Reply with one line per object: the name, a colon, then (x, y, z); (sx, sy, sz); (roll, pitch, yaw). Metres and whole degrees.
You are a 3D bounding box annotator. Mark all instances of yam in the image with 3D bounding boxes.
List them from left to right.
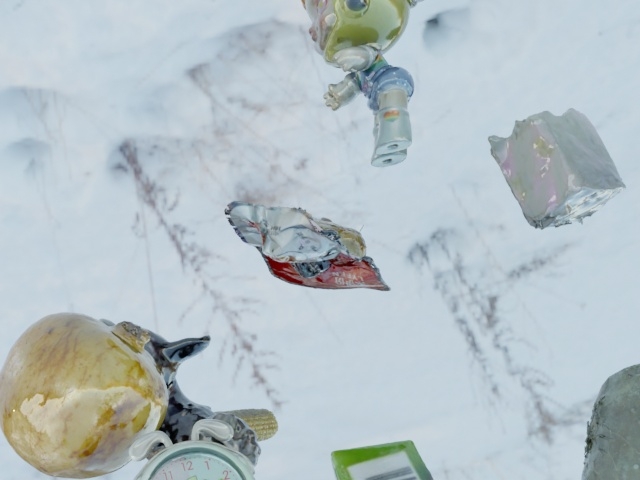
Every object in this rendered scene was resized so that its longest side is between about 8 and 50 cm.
yam: (0.298, 0.216, 0.938); (0.154, 0.254, 0.154); (15, 145, 11)

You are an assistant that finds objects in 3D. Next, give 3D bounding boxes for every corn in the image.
corn: (-0.157, 0.364, 2.121); (0.068, 0.068, 0.207); (-30, 158, 32)

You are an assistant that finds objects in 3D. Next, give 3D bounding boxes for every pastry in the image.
pastry: (-0.002, 0.005, 1.656); (0.153, 0.081, 0.153); (15, -170, -3)

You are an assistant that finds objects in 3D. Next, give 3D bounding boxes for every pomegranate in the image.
pomegranate: (-0.321, 0.206, 1.473); (0.248, 0.248, 0.248); (-9, 154, -5)

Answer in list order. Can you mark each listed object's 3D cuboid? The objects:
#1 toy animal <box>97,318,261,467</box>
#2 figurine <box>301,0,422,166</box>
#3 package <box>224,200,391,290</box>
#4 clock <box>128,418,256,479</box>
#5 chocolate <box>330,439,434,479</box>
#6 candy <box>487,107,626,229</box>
toy animal: (-0.255, 0.266, 1.751); (0.302, 0.344, 0.194); (-31, -175, 44)
figurine: (0.083, -0.302, 1.689); (0.205, 0.382, 0.224); (-10, 177, -6)
package: (-0.023, 0.010, 1.475); (0.194, 0.071, 0.269); (16, 169, 26)
clock: (-0.140, 0.299, 1.221); (0.151, 0.191, 0.062); (-10, 153, -14)
chocolate: (0.135, 0.470, 1.526); (0.137, 0.301, 0.289); (-19, 130, -7)
candy: (0.424, -0.127, 1.931); (0.184, 0.195, 0.137); (-6, 153, -42)
